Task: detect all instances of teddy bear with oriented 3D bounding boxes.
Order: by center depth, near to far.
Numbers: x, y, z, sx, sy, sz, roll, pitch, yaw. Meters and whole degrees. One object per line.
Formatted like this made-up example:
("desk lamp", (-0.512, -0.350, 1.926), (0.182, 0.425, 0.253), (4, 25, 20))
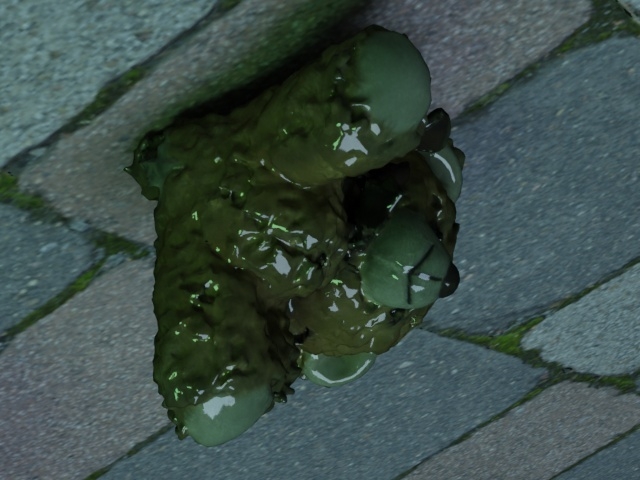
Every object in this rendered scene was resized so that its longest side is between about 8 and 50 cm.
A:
("teddy bear", (0.000, 0.000, 1.180), (0.256, 0.156, 0.267), (24, 98, -53))
